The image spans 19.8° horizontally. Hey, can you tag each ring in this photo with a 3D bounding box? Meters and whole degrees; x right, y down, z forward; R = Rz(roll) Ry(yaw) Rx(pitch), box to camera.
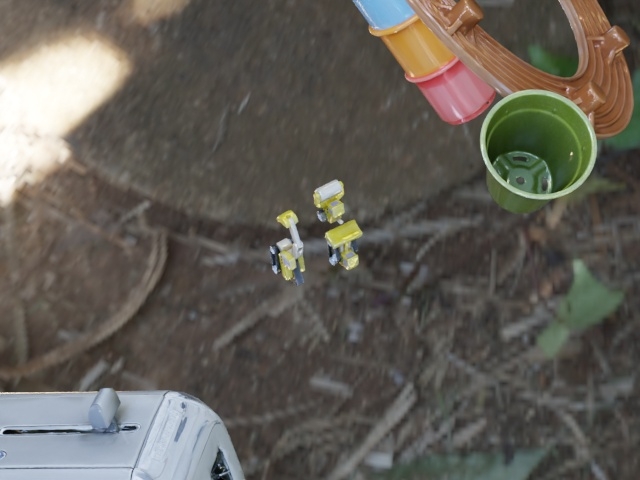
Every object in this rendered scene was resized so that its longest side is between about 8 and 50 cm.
[{"bbox_3d":[0.142,-0.223,1.477,0.336,0.336,0.032,43,119,-13],"label":"ring"}]

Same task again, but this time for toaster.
[{"bbox_3d":[-0.111,0.179,0.953,0.146,0.129,0.227,-8,116,16],"label":"toaster"}]

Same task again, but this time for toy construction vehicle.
[{"bbox_3d":[0.000,0.000,1.630,0.086,0.035,0.098,-25,137,-22],"label":"toy construction vehicle"}]

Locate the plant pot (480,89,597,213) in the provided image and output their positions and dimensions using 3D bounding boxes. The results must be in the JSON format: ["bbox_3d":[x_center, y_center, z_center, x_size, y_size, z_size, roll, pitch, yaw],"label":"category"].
[{"bbox_3d":[0.152,-0.055,1.328,0.083,0.079,0.083,1,71,-3],"label":"plant pot"}]

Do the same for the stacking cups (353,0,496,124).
[{"bbox_3d":[0.065,-0.250,1.735,0.096,0.096,0.316,-29,120,18],"label":"stacking cups"}]
